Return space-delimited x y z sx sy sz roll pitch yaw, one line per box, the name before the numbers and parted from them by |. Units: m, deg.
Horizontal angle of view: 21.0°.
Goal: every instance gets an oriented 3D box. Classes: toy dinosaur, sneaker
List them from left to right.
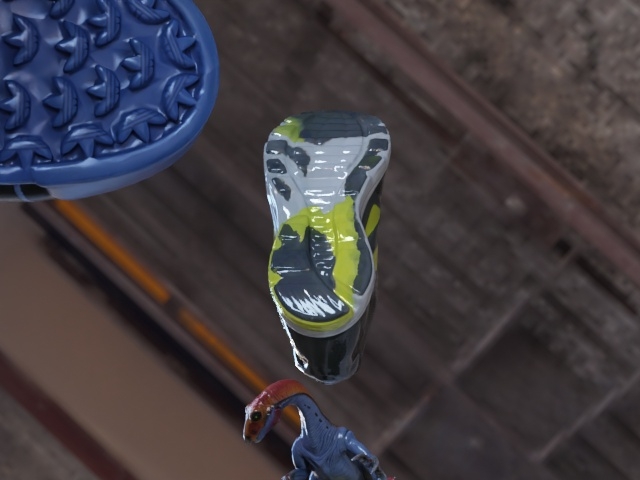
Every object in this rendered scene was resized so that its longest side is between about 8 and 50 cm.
sneaker | -0.143 -0.048 0.483 0.090 0.232 0.081 97 178 -79
toy dinosaur | -0.002 0.082 0.633 0.047 0.082 0.090 -24 16 2
sneaker | 0.000 0.000 0.422 0.083 0.031 0.035 -81 -7 -48
